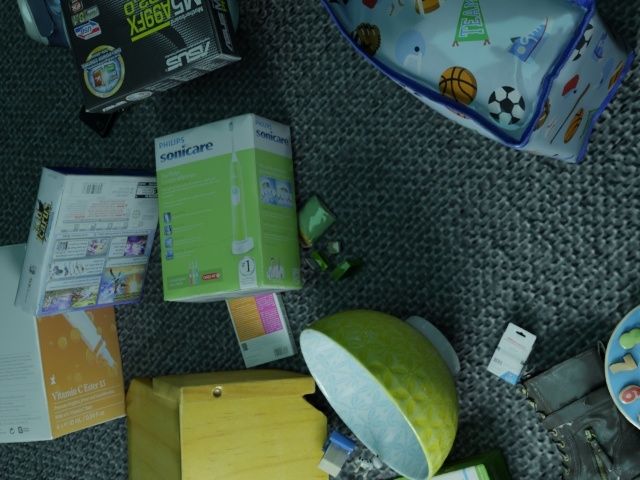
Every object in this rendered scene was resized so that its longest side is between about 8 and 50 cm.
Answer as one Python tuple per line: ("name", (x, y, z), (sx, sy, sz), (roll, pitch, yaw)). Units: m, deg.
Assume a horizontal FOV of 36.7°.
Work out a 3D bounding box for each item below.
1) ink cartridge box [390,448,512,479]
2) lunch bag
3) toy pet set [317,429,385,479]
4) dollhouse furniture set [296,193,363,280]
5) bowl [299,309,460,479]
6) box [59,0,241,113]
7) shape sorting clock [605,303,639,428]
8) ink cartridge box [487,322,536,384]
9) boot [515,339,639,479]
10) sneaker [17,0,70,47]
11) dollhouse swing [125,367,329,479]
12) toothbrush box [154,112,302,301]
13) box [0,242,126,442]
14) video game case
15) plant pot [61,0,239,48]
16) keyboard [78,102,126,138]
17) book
("ink cartridge box", (0.185, 0.454, 1.497), (0.255, 0.097, 0.188), (-23, 83, 26))
("lunch bag", (0.200, -0.288, 1.318), (0.385, 0.328, 0.238), (31, 102, 24))
("toy pet set", (0.055, 0.364, 1.563), (0.114, 0.065, 0.122), (29, 143, 4))
("dollhouse furniture set", (0.000, 0.000, 1.588), (0.076, 0.058, 0.151), (-47, 73, 21))
("bowl", (0.119, 0.206, 1.466), (0.156, 0.289, 0.289), (-37, 71, -20))
("box", (-0.269, -0.339, 1.486), (0.270, 0.060, 0.216), (-16, 85, 27))
("shape sorting clock", (0.499, 0.176, 1.329), (0.206, 0.040, 0.206), (-1, 84, 11))
("ink cartridge box", (0.294, 0.169, 1.462), (0.048, 0.028, 0.083), (29, 106, 23))
("boot", (0.359, 0.297, 1.409), (0.263, 0.091, 0.229), (-37, 75, 13))
("sneaker", (-0.478, -0.517, 1.766), (0.236, 0.130, 0.322), (4, 100, 23))
("dollhouse swing", (-0.174, 0.397, 1.702), (0.315, 0.305, 0.346), (-3, 92, -14))
("toothbrush box", (-0.155, -0.047, 1.607), (0.206, 0.122, 0.283), (-11, 81, 31))
("box", (-0.504, 0.177, 1.773), (0.168, 0.215, 0.345), (-8, 89, 27))
("video game case", (-0.393, -0.003, 1.673), (0.061, 0.269, 0.244), (19, 101, 26))
("plant pot", (-0.259, -0.393, 1.623), (0.293, 0.196, 0.293), (1, 93, 27))
("keyboard", (-0.381, -0.278, 1.792), (0.108, 0.023, 0.180), (37, 110, 27))
("book", (-0.103, 0.139, 1.666), (0.096, 0.035, 0.144), (-18, 85, 24))
